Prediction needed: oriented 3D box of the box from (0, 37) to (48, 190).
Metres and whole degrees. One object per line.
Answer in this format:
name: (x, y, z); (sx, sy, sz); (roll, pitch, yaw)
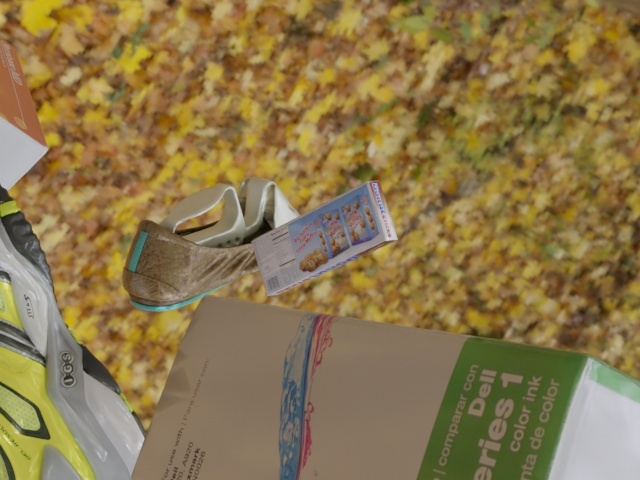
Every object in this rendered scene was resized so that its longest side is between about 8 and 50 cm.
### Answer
box: (-0.450, -0.171, 1.019); (0.168, 0.215, 0.345); (-42, 133, 10)

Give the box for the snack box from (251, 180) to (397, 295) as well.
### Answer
snack box: (0.000, 0.000, 1.140); (0.178, 0.064, 0.022); (-26, 165, 40)

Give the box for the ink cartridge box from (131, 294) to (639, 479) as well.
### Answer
ink cartridge box: (0.067, 0.121, 0.550); (0.201, 0.278, 0.117); (27, 77, -35)

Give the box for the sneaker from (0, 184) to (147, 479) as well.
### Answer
sneaker: (-0.270, 0.073, 0.805); (0.147, 0.384, 0.145); (-24, 159, -42)

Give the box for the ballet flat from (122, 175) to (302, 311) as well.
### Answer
ballet flat: (-0.105, -0.011, 1.337); (0.342, 0.116, 0.124); (-15, 115, -51)
